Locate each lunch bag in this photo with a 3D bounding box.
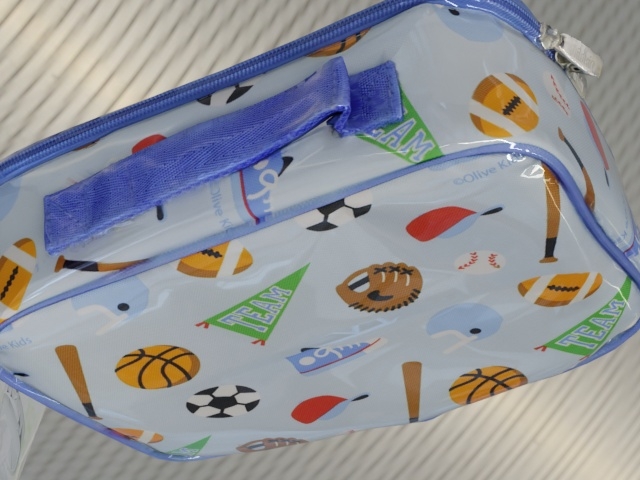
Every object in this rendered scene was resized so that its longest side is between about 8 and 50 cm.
[{"bbox_3d":[0.000,0.000,0.719,0.303,0.115,0.243,-21,147,19],"label":"lunch bag"}]

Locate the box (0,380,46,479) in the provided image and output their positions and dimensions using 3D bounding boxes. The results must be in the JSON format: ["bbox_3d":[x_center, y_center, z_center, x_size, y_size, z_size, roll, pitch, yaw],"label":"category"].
[{"bbox_3d":[-0.324,0.104,0.989,0.261,0.231,0.127,2,135,12],"label":"box"}]
